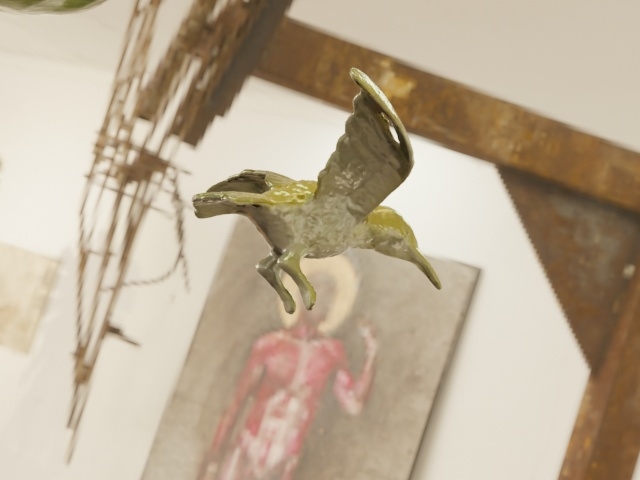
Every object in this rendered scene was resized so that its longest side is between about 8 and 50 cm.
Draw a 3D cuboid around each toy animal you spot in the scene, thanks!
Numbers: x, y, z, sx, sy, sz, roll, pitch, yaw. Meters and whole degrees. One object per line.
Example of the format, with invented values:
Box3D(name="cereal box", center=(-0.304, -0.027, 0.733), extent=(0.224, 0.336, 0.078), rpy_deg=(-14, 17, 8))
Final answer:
Box3D(name="toy animal", center=(0.000, 0.000, 0.767), extent=(0.155, 0.095, 0.219), rpy_deg=(47, -29, -15))

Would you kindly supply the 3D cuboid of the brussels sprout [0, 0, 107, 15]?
Box3D(name="brussels sprout", center=(-0.199, -0.294, 0.901), extent=(0.210, 0.271, 0.219), rpy_deg=(-11, 57, -45))
